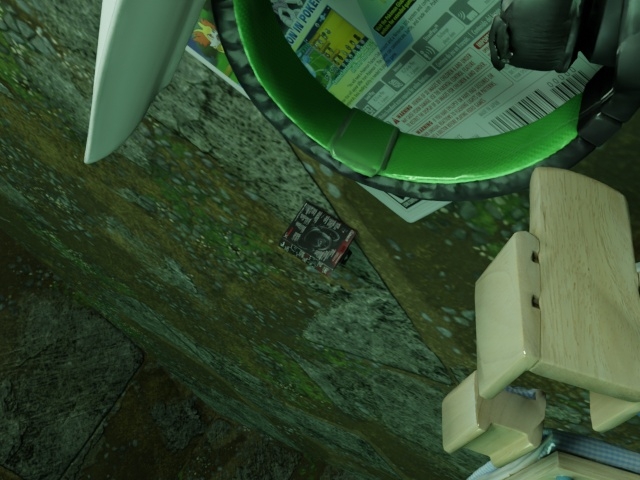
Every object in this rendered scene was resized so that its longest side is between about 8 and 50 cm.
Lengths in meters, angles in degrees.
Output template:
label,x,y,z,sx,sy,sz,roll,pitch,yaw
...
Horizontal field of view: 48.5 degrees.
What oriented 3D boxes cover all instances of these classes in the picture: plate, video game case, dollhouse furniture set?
label,x,y,z,sx,sy,sz,roll,pitch,yaw
plate,-0.078,-0.206,0.372,0.045,0.277,0.278,9,164,-20
video game case,0.040,-0.153,0.565,0.300,0.036,0.329,37,157,-9
dollhouse furniture set,0.196,0.095,0.491,0.287,0.198,0.303,17,143,-6

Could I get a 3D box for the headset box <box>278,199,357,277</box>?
label,x,y,z,sx,sy,sz,roll,pitch,yaw
headset box,0.000,0.000,0.876,0.083,0.062,0.032,32,157,1

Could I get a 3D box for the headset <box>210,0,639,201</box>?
label,x,y,z,sx,sy,sz,roll,pitch,yaw
headset,0.069,-0.150,0.322,0.244,0.185,0.394,25,140,0

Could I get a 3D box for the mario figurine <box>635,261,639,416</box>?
label,x,y,z,sx,sy,sz,roll,pitch,yaw
mario figurine,0.323,0.108,0.659,0.321,0.170,0.198,32,-158,25
